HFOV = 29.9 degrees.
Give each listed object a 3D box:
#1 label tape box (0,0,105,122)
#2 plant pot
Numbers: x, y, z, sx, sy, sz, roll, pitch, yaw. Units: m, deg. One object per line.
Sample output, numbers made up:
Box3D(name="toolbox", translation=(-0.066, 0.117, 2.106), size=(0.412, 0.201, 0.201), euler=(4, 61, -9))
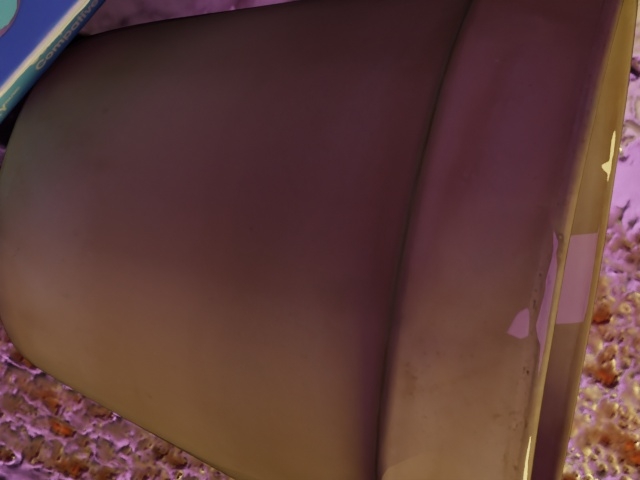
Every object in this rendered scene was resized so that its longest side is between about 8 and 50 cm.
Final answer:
Box3D(name="label tape box", translation=(-0.186, -0.139, 0.580), size=(0.249, 0.115, 0.348), euler=(-49, 53, 0))
Box3D(name="plant pot", translation=(0.000, 0.000, 0.625), size=(0.280, 0.323, 0.323), euler=(11, 96, 15))
